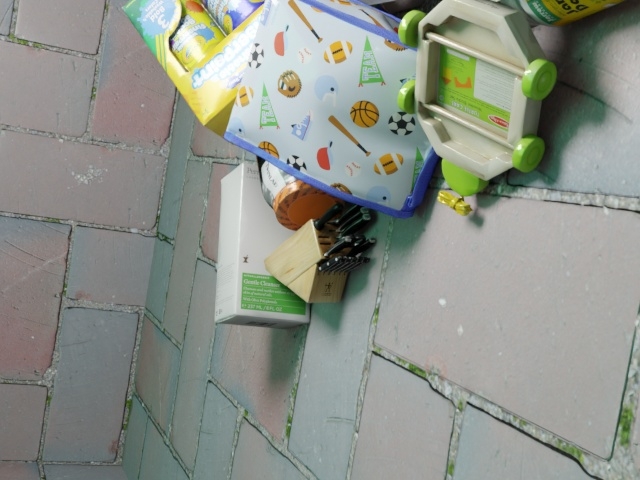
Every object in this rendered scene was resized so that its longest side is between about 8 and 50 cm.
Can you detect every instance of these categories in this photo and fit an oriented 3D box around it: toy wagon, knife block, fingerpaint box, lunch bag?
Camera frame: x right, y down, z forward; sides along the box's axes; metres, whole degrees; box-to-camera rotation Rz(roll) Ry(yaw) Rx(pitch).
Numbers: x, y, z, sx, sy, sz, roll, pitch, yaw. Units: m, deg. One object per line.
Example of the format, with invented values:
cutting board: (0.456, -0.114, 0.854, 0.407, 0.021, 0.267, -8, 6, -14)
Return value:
toy wagon: (0.231, -0.199, 1.259, 0.267, 0.068, 0.344, 36, 142, 40)
knife block: (0.000, 0.000, 1.743, 0.275, 0.088, 0.242, 33, 114, 52)
fingerpaint box: (-0.149, -0.496, 1.760, 0.445, 0.163, 0.371, -39, 70, 10)
lunch bag: (0.065, -0.259, 1.507, 0.385, 0.239, 0.328, 30, 117, 23)

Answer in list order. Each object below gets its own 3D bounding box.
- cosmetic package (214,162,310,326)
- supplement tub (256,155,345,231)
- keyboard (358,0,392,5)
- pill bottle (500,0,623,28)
cosmetic package: (-0.136, 0.019, 1.957, 0.155, 0.197, 0.365, -25, 62, 61)
supplement tub: (-0.047, -0.187, 1.824, 0.193, 0.193, 0.316, 123, 146, -43)
keyboard: (0.172, -0.545, 1.496, 0.317, 0.033, 0.201, 2, 84, 40)
pill bottle: (0.342, -0.360, 1.109, 0.208, 0.117, 0.117, -5, 78, 65)
